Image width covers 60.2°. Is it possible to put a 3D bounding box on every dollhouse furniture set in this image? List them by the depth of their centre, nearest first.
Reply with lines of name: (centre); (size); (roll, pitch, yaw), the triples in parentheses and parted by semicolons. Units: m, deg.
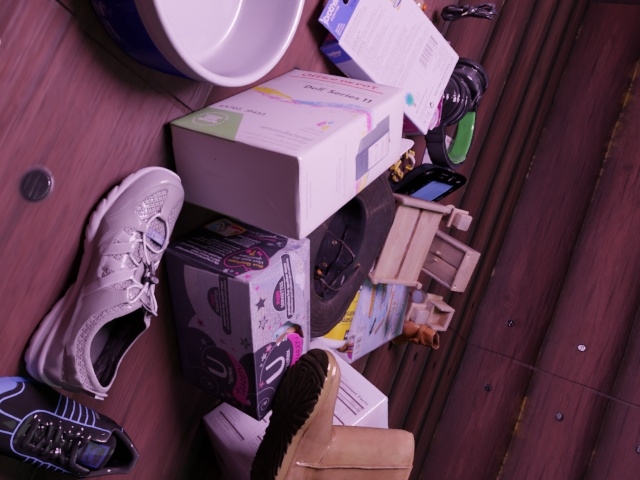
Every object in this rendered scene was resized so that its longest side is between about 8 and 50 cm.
dollhouse furniture set: (0.169, 0.034, 1.284); (0.355, 0.174, 0.304); (10, 107, -32)

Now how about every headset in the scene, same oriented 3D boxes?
headset: (0.345, -0.367, 1.351); (0.243, 0.185, 0.395); (-42, 131, -44)

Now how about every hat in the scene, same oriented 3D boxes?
hat: (0.000, 0.000, 1.001); (0.331, 0.133, 0.332); (-36, 138, -42)

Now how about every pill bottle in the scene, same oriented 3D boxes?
pill bottle: (0.015, 0.161, 1.152); (0.103, 0.103, 0.184); (8, 99, -62)

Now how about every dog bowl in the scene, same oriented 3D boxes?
dog bowl: (-0.127, -0.313, 0.614); (0.265, 0.104, 0.265); (-39, 138, -47)

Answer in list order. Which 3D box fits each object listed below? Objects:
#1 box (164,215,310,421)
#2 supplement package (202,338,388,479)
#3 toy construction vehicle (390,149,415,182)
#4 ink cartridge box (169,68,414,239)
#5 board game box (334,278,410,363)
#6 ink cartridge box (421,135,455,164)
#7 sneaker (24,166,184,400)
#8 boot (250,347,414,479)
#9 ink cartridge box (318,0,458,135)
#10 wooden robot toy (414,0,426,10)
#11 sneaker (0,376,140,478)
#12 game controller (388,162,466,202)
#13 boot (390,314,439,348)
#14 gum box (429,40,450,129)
box: (-0.115, 0.111, 0.821); (0.142, 0.163, 0.248); (-37, 136, -46)
supplement package: (-0.036, 0.362, 1.007); (0.262, 0.198, 0.199); (-30, 134, -28)
toy construction vehicle: (0.201, -0.192, 1.354); (0.086, 0.035, 0.098); (-53, 147, -32)
ink cartridge box: (-0.015, -0.154, 0.800); (0.353, 0.207, 0.119); (-41, 141, -46)
board game box: (0.145, 0.110, 1.382); (0.318, 0.065, 0.319); (-7, 109, -60)
ink cartridge box: (0.326, -0.232, 1.539); (0.088, 0.052, 0.123); (0, 105, -61)
sneaker: (-0.220, 0.050, 0.645); (0.105, 0.115, 0.282); (38, 72, -61)
boot: (0.046, 0.295, 0.853); (0.269, 0.089, 0.236); (22, 98, -35)
ink cartridge box: (0.120, -0.355, 1.002); (0.311, 0.065, 0.186); (36, 73, -37)
wooden robot toy: (0.180, -0.470, 1.105); (0.173, 0.079, 0.076); (-64, 151, -13)
sneaker: (-0.297, 0.221, 0.632); (0.082, 0.090, 0.232); (-63, 152, -15)
game controller: (0.264, -0.128, 1.396); (0.319, 0.166, 0.067); (-3, 71, -61)
boot: (0.288, 0.292, 1.670); (0.073, 0.152, 0.197); (-63, 151, -17)
gum box: (0.210, -0.338, 1.206); (0.062, 0.107, 0.189); (-36, 136, -48)
